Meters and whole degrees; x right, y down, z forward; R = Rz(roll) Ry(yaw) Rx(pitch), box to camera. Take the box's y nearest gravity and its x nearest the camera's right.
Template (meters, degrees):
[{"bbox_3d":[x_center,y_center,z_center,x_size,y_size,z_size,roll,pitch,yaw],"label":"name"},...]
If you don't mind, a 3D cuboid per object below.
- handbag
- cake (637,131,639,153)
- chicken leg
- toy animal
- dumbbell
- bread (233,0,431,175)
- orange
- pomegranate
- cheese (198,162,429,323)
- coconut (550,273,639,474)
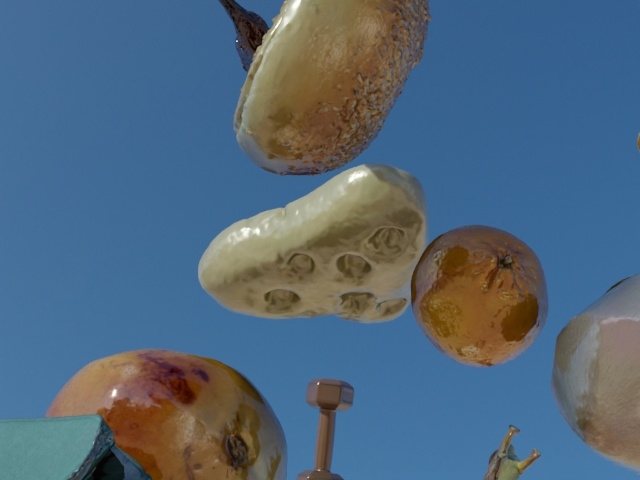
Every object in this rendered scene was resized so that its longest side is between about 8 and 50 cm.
[{"bbox_3d":[-0.297,0.275,0.756,0.274,0.268,0.100,-15,-63,39],"label":"handbag"},{"bbox_3d":[0.373,-0.105,0.909,0.084,0.044,0.084,17,-41,16],"label":"cake"},{"bbox_3d":[-0.106,-0.302,1.280,0.051,0.106,0.253,-45,-30,-9],"label":"chicken leg"},{"bbox_3d":[0.261,0.335,1.236,0.057,0.241,0.099,28,-69,12],"label":"toy animal"},{"bbox_3d":[0.009,0.377,1.647,0.082,0.230,0.092,-4,-19,35],"label":"dumbbell"},{"bbox_3d":[0.025,-0.204,0.987,0.159,0.305,0.305,27,-49,2],"label":"bread"},{"bbox_3d":[0.198,0.066,1.084,0.178,0.177,0.155,30,-24,-24],"label":"orange"},{"bbox_3d":[-0.196,0.278,1.064,0.319,0.319,0.319,1,-46,1],"label":"pomegranate"},{"bbox_3d":[0.000,0.000,1.338,0.351,0.129,0.328,7,-36,-10],"label":"cheese"},{"bbox_3d":[0.364,0.155,0.976,0.224,0.234,0.224,29,-37,24],"label":"coconut"}]
